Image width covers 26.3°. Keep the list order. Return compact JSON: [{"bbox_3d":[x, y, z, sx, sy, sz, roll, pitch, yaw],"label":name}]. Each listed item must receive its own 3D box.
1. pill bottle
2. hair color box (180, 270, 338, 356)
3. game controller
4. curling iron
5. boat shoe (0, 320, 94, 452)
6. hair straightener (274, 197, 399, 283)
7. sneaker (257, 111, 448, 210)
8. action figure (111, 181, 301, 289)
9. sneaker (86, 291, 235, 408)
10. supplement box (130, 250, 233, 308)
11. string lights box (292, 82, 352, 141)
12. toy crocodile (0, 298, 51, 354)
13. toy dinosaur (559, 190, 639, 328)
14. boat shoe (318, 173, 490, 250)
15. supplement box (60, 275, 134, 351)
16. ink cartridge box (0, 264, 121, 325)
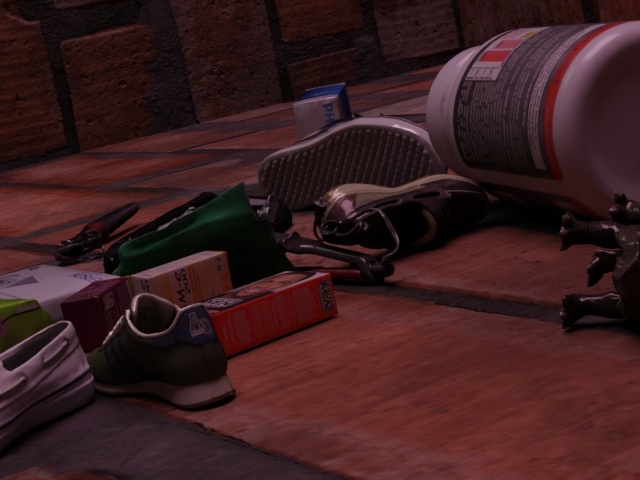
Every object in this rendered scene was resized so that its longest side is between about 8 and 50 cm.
[{"bbox_3d":[0.270,-0.137,1.536,0.210,0.210,0.363,-15,12,-19],"label":"pill bottle"},{"bbox_3d":[-0.061,0.067,1.260,0.141,0.043,0.072,-18,12,-38],"label":"hair color box"},{"bbox_3d":[-0.147,-0.004,1.731,0.167,0.067,0.319,7,15,14],"label":"game controller"},{"bbox_3d":[-0.310,-0.012,1.971,0.068,0.035,0.274,-5,12,11],"label":"curling iron"},{"bbox_3d":[-0.270,0.124,1.080,0.083,0.075,0.226,-6,12,28],"label":"boat shoe"},{"bbox_3d":[0.000,0.000,1.426,0.047,0.089,0.230,-8,6,-37],"label":"hair straightener"},{"bbox_3d":[0.063,-0.117,1.889,0.321,0.126,0.127,-3,18,43],"label":"sneaker"},{"bbox_3d":[-0.135,0.015,1.454,0.232,0.137,0.063,-16,24,30],"label":"action figure"},{"bbox_3d":[-0.140,0.083,1.137,0.064,0.086,0.192,-19,13,-36],"label":"sneaker"},{"bbox_3d":[-0.136,0.052,1.368,0.098,0.062,0.036,-20,15,-39],"label":"supplement box"},{"bbox_3d":[0.012,-0.180,2.260,0.077,0.133,0.259,-9,10,6],"label":"string lights box"},{"bbox_3d":[-0.391,0.113,1.243,0.115,0.105,0.341,-4,8,37],"label":"toy crocodile"},{"bbox_3d":[0.285,0.014,1.077,0.160,0.121,0.313,9,15,30],"label":"toy dinosaur"},{"bbox_3d":[0.102,-0.023,1.510,0.224,0.080,0.073,-3,34,-33],"label":"boat shoe"},{"bbox_3d":[-0.217,0.073,1.362,0.043,0.055,0.083,-9,10,17],"label":"supplement box"},{"bbox_3d":[-0.359,0.079,1.501,0.224,0.045,0.223,-18,13,-33],"label":"ink cartridge box"}]
